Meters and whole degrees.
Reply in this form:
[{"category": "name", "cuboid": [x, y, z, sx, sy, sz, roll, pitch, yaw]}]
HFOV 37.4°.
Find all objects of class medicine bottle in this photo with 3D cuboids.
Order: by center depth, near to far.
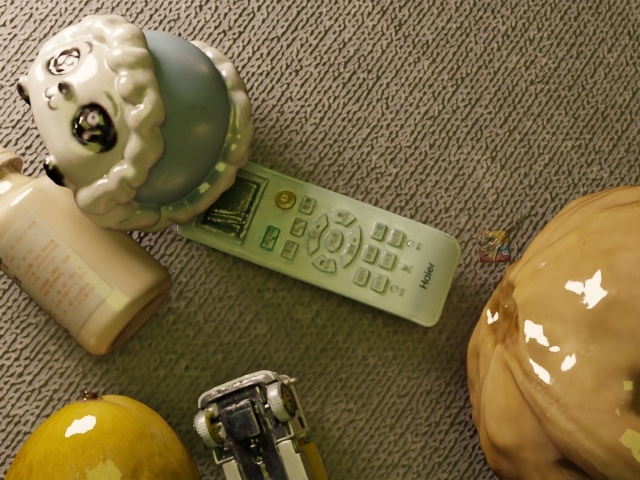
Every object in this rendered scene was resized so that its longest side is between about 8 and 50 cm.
[{"category": "medicine bottle", "cuboid": [-0.273, -0.005, 0.948, 0.252, 0.114, 0.114, 43, 77, 3]}]

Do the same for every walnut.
[{"category": "walnut", "cuboid": [0.330, 0.125, 0.875, 0.383, 0.383, 0.383, 1, 78, -6]}]

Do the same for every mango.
[{"category": "mango", "cuboid": [-0.208, 0.308, 0.876, 0.195, 0.142, 0.331, 3, 82, 0]}]

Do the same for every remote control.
[{"category": "remote control", "cuboid": [0.000, 0.000, 1.010, 0.293, 0.051, 0.103, 21, 76, 2]}]

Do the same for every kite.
[{"category": "kite", "cuboid": [0.207, 0.000, 1.056, 0.078, 0.002, 0.044, -21, 81, -10]}]

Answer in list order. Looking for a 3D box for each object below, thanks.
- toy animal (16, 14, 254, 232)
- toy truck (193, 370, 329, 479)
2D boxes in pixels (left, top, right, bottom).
[{"category": "toy animal", "cuboid": [-0.178, -0.130, 0.937, 0.156, 0.204, 0.208, -36, 65, 28]}, {"category": "toy truck", "cuboid": [-0.038, 0.243, 0.923, 0.098, 0.114, 0.227, -22, 80, 11]}]
